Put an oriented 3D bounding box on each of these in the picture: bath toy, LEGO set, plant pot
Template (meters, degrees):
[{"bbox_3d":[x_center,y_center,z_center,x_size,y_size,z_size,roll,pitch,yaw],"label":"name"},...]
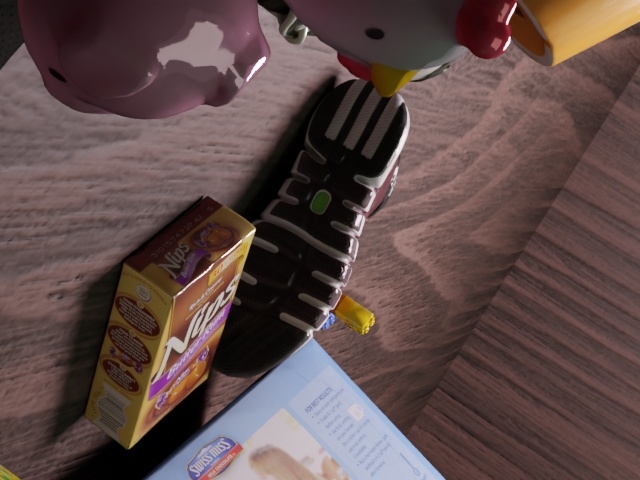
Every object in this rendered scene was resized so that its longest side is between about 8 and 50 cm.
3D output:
[{"bbox_3d":[-0.073,-0.099,0.504,0.348,0.129,0.151,-2,133,-33],"label":"bath toy"},{"bbox_3d":[0.001,0.086,1.558,0.087,0.093,0.227,-53,166,-12],"label":"LEGO set"},{"bbox_3d":[0.248,-0.270,1.427,0.188,0.205,0.205,-39,164,-4],"label":"plant pot"}]

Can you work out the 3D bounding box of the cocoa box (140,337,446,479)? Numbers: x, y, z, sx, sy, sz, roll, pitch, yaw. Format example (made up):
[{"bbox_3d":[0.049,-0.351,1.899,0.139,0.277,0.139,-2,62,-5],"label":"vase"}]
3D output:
[{"bbox_3d":[-0.074,0.295,1.400,0.228,0.231,0.347,-46,175,38],"label":"cocoa box"}]

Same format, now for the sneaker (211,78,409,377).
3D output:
[{"bbox_3d":[0.000,0.000,1.348,0.281,0.106,0.162,-57,169,0],"label":"sneaker"}]

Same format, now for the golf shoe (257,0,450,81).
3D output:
[{"bbox_3d":[0.010,-0.161,0.891,0.120,0.105,0.273,-39,155,-5],"label":"golf shoe"}]

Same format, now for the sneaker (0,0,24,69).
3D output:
[{"bbox_3d":[-0.082,-0.167,0.609,0.341,0.139,0.125,-56,168,3],"label":"sneaker"}]

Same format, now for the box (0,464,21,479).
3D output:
[{"bbox_3d":[-0.262,0.282,0.933,0.290,0.177,0.279,-54,166,-10],"label":"box"}]

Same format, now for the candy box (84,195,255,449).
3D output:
[{"bbox_3d":[-0.119,0.066,1.194,0.109,0.053,0.187,-42,159,-43],"label":"candy box"}]
